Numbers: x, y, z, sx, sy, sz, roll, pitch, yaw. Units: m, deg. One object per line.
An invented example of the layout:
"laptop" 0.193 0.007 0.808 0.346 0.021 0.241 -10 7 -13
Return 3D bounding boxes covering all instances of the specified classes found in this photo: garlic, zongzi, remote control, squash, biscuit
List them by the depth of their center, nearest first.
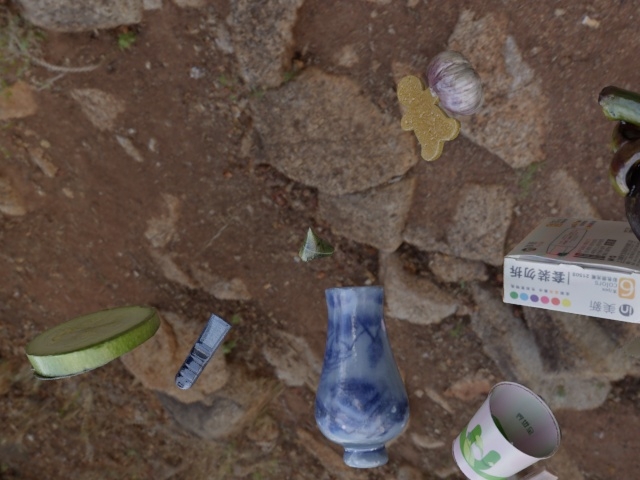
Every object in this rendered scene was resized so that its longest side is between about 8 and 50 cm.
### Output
"squash" -0.379 0.157 1.127 0.219 0.219 0.041 2 113 46
"remote control" -0.221 0.209 1.254 0.043 0.152 0.027 32 180 12
"garlic" 0.278 -0.326 1.405 0.102 0.159 0.147 -29 129 16
"biscuit" 0.275 -0.333 1.765 0.158 0.035 0.240 -44 61 39
"zongzi" 0.000 0.000 1.828 0.052 0.104 0.113 47 136 36

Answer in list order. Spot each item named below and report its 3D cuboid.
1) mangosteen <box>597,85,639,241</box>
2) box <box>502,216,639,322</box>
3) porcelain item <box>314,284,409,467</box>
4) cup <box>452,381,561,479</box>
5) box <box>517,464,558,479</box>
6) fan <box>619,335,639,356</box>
"mangosteen" 0.364 -0.076 0.627 0.230 0.194 0.194 48 146 5
"box" 0.449 0.037 1.136 0.220 0.274 0.091 7 110 34
"porcelain item" 0.058 0.196 0.991 0.141 0.141 0.259 -12 79 51
"cup" 0.561 0.612 2.091 0.253 0.253 0.274 39 131 10
"box" 0.540 0.603 1.691 0.048 0.025 0.115 35 127 -8
"fan" 0.791 0.152 1.343 0.233 0.414 0.012 149 99 -77
